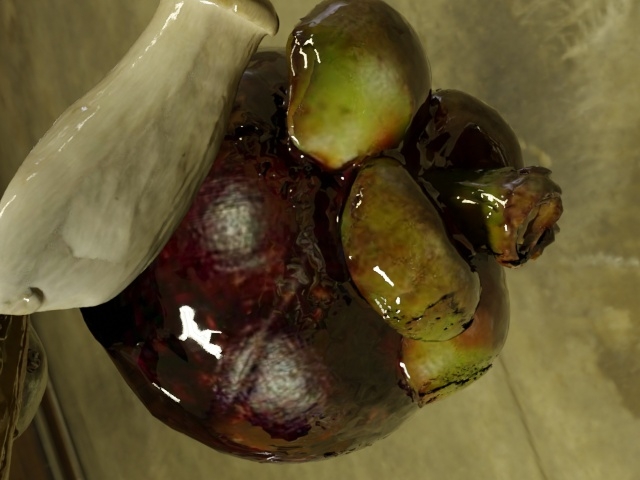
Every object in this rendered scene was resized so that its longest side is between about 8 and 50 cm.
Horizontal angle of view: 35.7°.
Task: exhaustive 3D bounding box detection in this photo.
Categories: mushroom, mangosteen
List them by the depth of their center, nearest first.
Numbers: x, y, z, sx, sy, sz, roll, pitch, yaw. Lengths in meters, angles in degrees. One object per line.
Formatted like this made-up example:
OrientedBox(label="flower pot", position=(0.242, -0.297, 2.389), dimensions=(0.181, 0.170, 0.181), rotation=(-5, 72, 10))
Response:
OrientedBox(label="mushroom", position=(-0.116, -0.053, 0.602), dimensions=(0.096, 0.247, 0.108), rotation=(25, 168, 49))
OrientedBox(label="mangosteen", position=(-0.023, 0.002, 0.866), dimensions=(0.421, 0.381, 0.381), rotation=(-32, 78, 58))

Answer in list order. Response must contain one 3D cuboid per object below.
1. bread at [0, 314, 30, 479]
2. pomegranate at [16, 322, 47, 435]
OrientedBox(label="bread", position=(-0.400, 0.083, 0.768), dimensions=(0.191, 0.370, 0.314), rotation=(-31, 53, 54))
OrientedBox(label="pomegranate", position=(-0.459, 0.166, 1.230), dimensions=(0.202, 0.248, 0.202), rotation=(-9, -90, -75))
